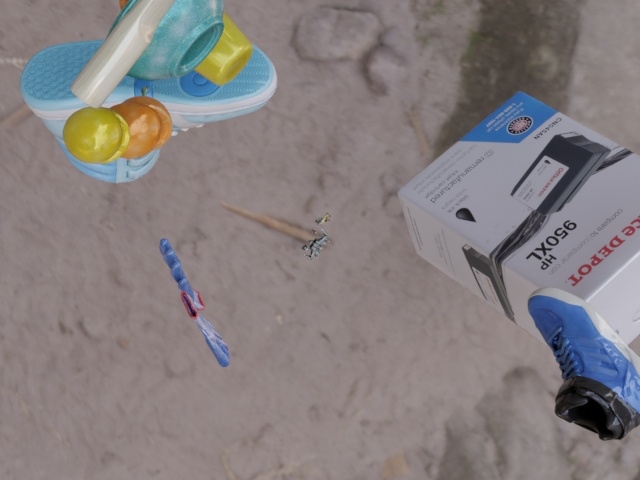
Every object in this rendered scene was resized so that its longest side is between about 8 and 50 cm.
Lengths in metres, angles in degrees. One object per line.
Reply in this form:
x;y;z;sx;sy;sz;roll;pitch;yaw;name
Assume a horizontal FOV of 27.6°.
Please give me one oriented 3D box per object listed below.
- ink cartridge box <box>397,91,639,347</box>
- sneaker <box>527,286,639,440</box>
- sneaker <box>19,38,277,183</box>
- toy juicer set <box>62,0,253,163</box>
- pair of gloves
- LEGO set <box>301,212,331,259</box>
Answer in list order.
0.361;-0.023;2.009;0.285;0.395;0.166;-39;138;-16;ink cartridge box
0.227;0.113;1.163;0.084;0.058;0.152;-36;73;-30;sneaker
-0.202;-0.163;1.668;0.319;0.127;0.208;1;149;9;sneaker
-0.162;-0.168;1.135;0.089;0.329;0.209;42;83;7;toy juicer set
-0.178;0.091;1.873;0.023;0.198;0.159;-29;146;-3;pair of gloves
-0.001;0.000;1.838;0.054;0.023;0.083;-44;160;-28;LEGO set
